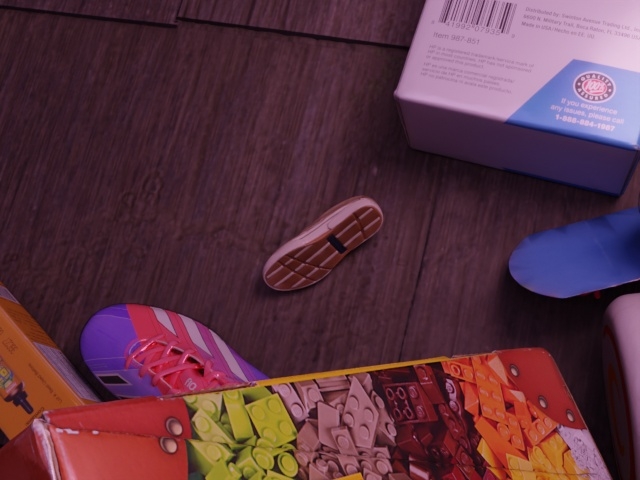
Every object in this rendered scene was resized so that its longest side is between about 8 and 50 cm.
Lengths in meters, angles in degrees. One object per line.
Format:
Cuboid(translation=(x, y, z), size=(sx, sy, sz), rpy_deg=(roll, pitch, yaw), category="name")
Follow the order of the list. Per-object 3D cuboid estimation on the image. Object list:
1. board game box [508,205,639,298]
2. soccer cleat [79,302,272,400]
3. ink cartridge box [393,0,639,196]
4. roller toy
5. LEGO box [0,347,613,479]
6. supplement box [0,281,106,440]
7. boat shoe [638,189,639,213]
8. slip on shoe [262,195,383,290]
Cuboid(translation=(0.259, 0.021, 0.807), size=(0.168, 0.133, 0.033), rpy_deg=(-16, 113, 9), category="board game box")
Cuboid(translation=(-0.106, 0.144, 0.827), size=(0.318, 0.116, 0.109), rpy_deg=(30, 81, 19), category="soccer cleat")
Cuboid(translation=(0.227, -0.226, 0.866), size=(0.223, 0.129, 0.307), rpy_deg=(15, 77, 16), category="ink cartridge box")
Cuboid(translation=(0.310, 0.132, 0.706), size=(0.146, 0.209, 0.191), rpy_deg=(-6, 105, 10), category="roller toy")
Cuboid(translation=(-0.101, 0.263, 0.543), size=(0.500, 0.372, 0.193), rpy_deg=(-38, 65, 35), category="LEGO box")
Cuboid(translation=(-0.315, 0.121, 0.901), size=(0.078, 0.080, 0.233), rpy_deg=(-45, 68, -3), category="supplement box")
Cuboid(translation=(0.511, -0.026, 0.712), size=(0.500, 0.156, 0.187), rpy_deg=(-7, 42, 2), category="boat shoe")
Cuboid(translation=(0.000, 0.000, 0.893), size=(0.135, 0.051, 0.041), rpy_deg=(-38, 29, 7), category="slip on shoe")
